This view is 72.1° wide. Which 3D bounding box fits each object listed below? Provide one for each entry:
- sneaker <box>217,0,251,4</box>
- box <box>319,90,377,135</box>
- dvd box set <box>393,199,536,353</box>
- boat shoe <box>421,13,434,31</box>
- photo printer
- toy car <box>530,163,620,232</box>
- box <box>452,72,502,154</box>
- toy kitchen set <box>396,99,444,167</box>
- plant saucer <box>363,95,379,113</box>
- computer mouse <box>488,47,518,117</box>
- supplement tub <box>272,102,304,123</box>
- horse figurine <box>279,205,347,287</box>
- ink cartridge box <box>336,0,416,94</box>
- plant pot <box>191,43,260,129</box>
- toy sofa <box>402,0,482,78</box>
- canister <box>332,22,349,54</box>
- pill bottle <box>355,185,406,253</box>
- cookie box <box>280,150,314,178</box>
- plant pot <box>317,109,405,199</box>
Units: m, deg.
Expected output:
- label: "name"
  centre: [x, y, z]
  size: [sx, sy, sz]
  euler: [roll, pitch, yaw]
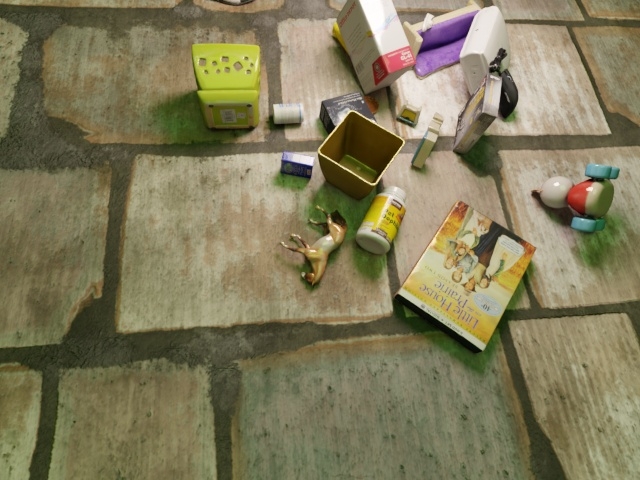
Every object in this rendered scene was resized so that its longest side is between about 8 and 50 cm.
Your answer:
- label: "sneaker"
  centre: [-0.408, -1.061, 1.785]
  size: [0.331, 0.146, 0.122]
  euler: [2, 65, -7]
- label: "box"
  centre: [0.099, -0.439, 1.597]
  size: [0.156, 0.093, 0.158]
  euler: [-20, 71, -14]
- label: "dvd box set"
  centre: [0.471, 0.103, 1.418]
  size: [0.308, 0.062, 0.420]
  euler: [35, 67, 9]
- label: "boat shoe"
  centre: [0.410, -0.824, 1.671]
  size: [0.035, 0.035, 0.100]
  euler: [19, 58, 9]
- label: "photo printer"
  centre: [0.649, -0.722, 1.706]
  size: [0.107, 0.256, 0.307]
  euler: [4, 58, 38]
- label: "toy car"
  centre: [0.868, -0.163, 1.536]
  size: [0.210, 0.219, 0.238]
  euler: [-6, 19, -44]
- label: "box"
  centre: [0.558, -0.448, 1.578]
  size: [0.056, 0.231, 0.182]
  euler: [18, 67, -2]
- label: "toy kitchen set"
  centre: [0.339, -0.394, 1.612]
  size: [0.166, 0.122, 0.207]
  euler: [25, 46, 5]
- label: "plant saucer"
  centre: [0.183, -0.515, 1.682]
  size: [0.084, 0.013, 0.083]
  euler: [2, 65, -5]
- label: "computer mouse"
  centre: [0.686, -0.564, 1.633]
  size: [0.060, 0.261, 0.184]
  euler: [5, 39, 38]
- label: "supplement tub"
  centre: [-0.116, -0.460, 1.593]
  size: [0.107, 0.071, 0.070]
  euler: [-6, 67, -10]
- label: "horse figurine"
  centre: [0.000, 0.000, 1.409]
  size: [0.174, 0.066, 0.263]
  euler: [39, 70, 17]
- label: "ink cartridge box"
  centre: [0.197, -0.728, 1.608]
  size: [0.131, 0.226, 0.306]
  euler: [-23, 96, -15]
- label: "plant pot"
  centre: [-0.316, -0.515, 1.517]
  size: [0.227, 0.228, 0.207]
  euler: [-3, 74, -8]
- label: "toy sofa"
  centre: [0.504, -0.813, 1.775]
  size: [0.363, 0.150, 0.177]
  euler: [-25, 70, -16]
- label: "canister"
  centre: [0.143, -0.812, 1.776]
  size: [0.126, 0.073, 0.169]
  euler: [-25, 73, -16]
- label: "pill bottle"
  centre: [0.205, -0.071, 1.433]
  size: [0.117, 0.117, 0.214]
  euler: [25, 66, 5]
- label: "cookie box"
  centre: [-0.078, -0.256, 1.497]
  size: [0.107, 0.092, 0.040]
  euler: [11, 69, -2]
- label: "plant pot"
  centre: [0.121, -0.261, 1.469]
  size: [0.212, 0.187, 0.212]
  euler: [33, 67, 7]
